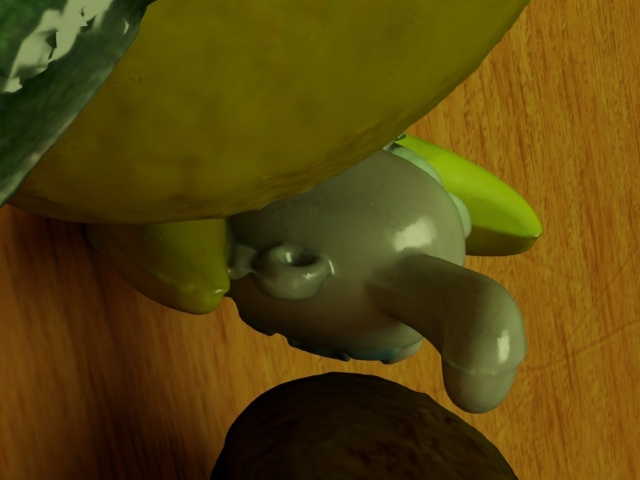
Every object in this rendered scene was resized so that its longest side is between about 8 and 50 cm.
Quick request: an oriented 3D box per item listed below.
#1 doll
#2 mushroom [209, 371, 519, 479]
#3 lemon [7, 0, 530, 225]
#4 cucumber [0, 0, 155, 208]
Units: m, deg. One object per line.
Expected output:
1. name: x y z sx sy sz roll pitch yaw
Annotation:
1. doll: 0.000 0.000 0.905 0.237 0.252 0.111 -35 139 -68
2. mushroom: -0.044 0.250 0.880 0.334 0.356 0.331 -121 -164 -73
3. lemon: -0.062 -0.170 0.726 0.348 0.348 0.347 4 85 -60
4. cucumber: -0.178 -0.032 0.515 0.105 0.325 0.145 52 2 -45
